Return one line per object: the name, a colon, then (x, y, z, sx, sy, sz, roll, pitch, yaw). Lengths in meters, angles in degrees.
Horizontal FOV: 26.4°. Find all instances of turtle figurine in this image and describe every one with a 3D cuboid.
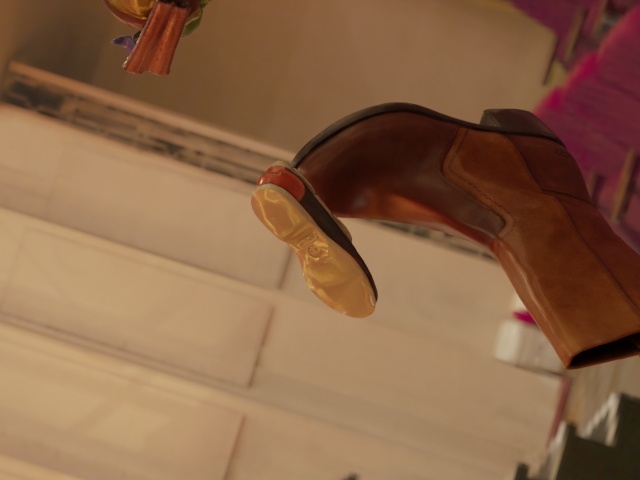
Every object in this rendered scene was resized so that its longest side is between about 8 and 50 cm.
turtle figurine: (-0.152, -0.308, 1.289, 0.275, 0.198, 0.266, -46, -11, 7)

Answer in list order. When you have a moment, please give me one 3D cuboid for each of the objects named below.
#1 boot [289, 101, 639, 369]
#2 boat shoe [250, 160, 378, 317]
boot: (0.133, 0.009, 1.088, 0.280, 0.264, 0.096, 61, 141, 42)
boat shoe: (0.000, 0.000, 1.028, 0.049, 0.137, 0.043, -28, 22, 31)
